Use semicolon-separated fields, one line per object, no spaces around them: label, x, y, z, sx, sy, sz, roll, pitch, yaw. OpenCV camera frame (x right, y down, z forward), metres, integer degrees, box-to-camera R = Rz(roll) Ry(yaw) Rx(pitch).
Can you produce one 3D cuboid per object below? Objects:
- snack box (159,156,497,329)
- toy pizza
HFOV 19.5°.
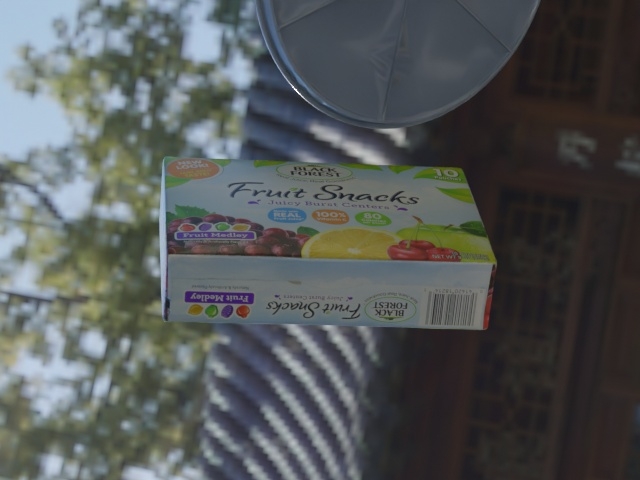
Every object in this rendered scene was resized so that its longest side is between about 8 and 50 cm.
snack box;0.000;0.000;0.831;0.100;0.141;0.037;-102;16;-64
toy pizza;0.046;-0.163;1.063;0.201;0.032;0.201;-12;-66;-29
